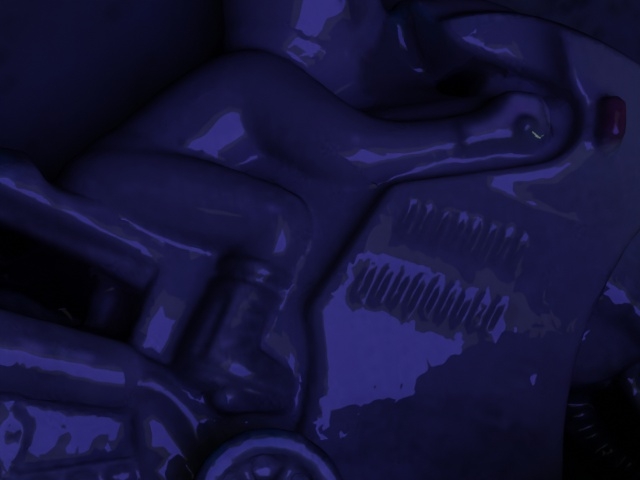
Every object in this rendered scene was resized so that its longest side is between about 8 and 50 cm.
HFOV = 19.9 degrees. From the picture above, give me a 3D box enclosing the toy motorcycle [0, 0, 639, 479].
[{"bbox_3d":[0.000,0.000,0.478,0.260,0.110,0.171,-4,84,-13],"label":"toy motorcycle"}]
